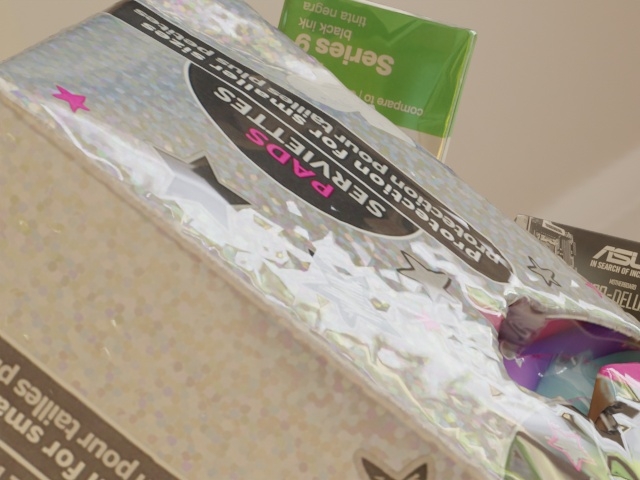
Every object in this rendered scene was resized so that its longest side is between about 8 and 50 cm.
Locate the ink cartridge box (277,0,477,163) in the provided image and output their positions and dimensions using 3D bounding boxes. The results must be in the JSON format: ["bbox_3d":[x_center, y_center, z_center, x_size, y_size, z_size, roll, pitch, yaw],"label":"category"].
[{"bbox_3d":[0.000,0.000,1.168,0.121,0.289,0.211,15,-179,-1],"label":"ink cartridge box"}]

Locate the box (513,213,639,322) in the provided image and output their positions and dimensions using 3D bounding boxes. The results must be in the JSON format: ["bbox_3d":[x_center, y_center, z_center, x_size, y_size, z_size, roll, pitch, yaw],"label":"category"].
[{"bbox_3d":[0.309,0.086,1.483,0.307,0.242,0.077,14,-106,22],"label":"box"}]

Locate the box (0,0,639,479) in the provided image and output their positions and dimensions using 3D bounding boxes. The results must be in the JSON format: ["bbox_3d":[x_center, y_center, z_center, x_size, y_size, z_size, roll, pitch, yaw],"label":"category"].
[{"bbox_3d":[0.007,0.083,0.393,0.163,0.247,0.142,-51,-178,20],"label":"box"}]
